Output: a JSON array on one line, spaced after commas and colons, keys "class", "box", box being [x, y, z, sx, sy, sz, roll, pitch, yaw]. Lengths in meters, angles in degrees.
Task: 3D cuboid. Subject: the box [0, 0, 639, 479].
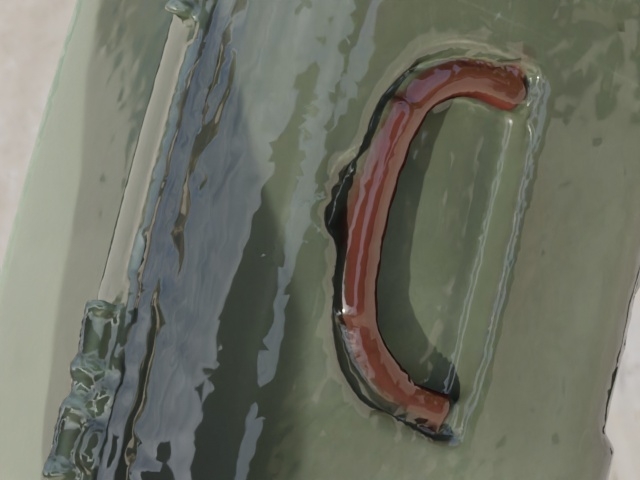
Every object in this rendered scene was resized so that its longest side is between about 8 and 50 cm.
[{"class": "box", "box": [0.000, 0.000, 0.472, 0.129, 0.148, 0.210, 3, 77, 54]}]
